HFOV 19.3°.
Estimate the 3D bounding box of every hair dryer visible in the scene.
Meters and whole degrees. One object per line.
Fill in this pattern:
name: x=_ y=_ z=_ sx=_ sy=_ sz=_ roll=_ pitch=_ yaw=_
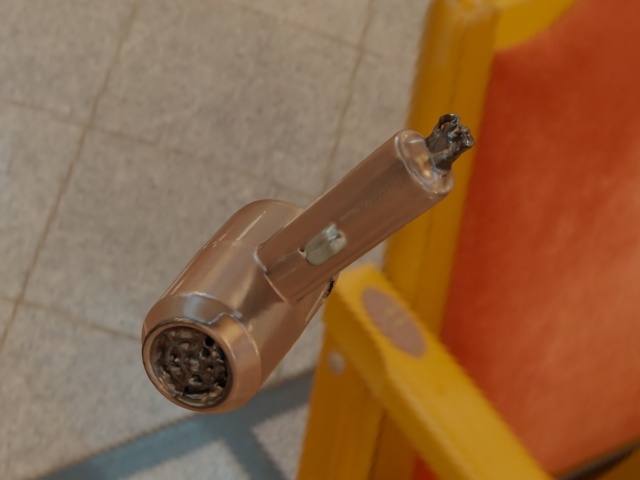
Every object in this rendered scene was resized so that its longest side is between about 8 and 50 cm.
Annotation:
hair dryer: x=0.000 y=0.000 z=0.852 sx=0.064 sy=0.181 sz=0.117 roll=47 pitch=34 yaw=-6
